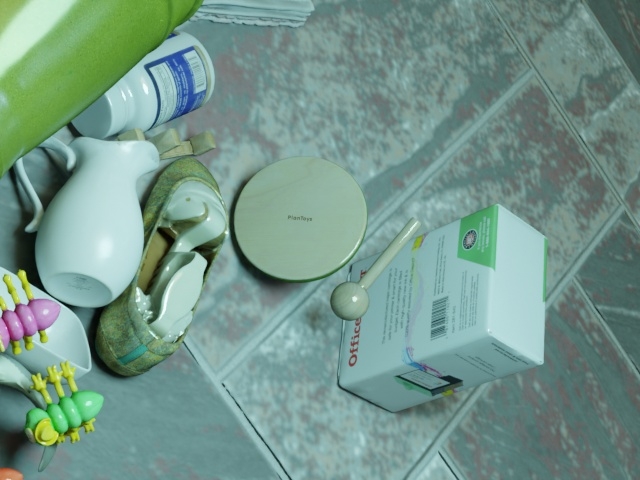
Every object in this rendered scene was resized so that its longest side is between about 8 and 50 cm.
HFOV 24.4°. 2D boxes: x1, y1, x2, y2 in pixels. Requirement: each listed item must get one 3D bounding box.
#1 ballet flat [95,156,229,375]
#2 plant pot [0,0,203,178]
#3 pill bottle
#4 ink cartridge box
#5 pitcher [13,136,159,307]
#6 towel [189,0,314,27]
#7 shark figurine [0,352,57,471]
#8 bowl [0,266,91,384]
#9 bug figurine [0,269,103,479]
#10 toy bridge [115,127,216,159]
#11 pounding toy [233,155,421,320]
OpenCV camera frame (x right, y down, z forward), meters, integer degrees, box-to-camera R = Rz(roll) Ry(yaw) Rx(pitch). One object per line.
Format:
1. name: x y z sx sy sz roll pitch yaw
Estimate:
1. ballet flat: -0.176 0.018 1.865 0.123 0.123 0.348 40 47 -23
2. plant pot: -0.368 -0.257 1.677 0.366 0.366 0.353 43 58 -21
3. pill bottle: -0.235 -0.197 1.915 0.187 0.112 0.112 -30 92 -47
4. ink cartridge box: 0.167 0.098 2.035 0.117 0.278 0.201 31 52 -34
5. pitcher: -0.296 -0.032 1.785 0.178 0.125 0.207 11 57 -5
6. towel: -0.169 -0.465 2.154 0.332 0.053 0.316 -6 75 -46
7. shark figurine: -0.393 0.143 1.615 0.278 0.116 0.166 14 95 -30
8. bowl: -0.333 0.104 1.685 0.142 0.053 0.142 34 14 -28
9. bug figurine: -0.346 0.160 1.539 0.216 0.072 0.279 -28 111 -20
10. toy bridge: -0.212 -0.123 1.930 0.188 0.063 0.026 -5 74 -62
11. pounding toy: 0.000 0.000 2.036 0.237 0.110 0.183 32 76 17
